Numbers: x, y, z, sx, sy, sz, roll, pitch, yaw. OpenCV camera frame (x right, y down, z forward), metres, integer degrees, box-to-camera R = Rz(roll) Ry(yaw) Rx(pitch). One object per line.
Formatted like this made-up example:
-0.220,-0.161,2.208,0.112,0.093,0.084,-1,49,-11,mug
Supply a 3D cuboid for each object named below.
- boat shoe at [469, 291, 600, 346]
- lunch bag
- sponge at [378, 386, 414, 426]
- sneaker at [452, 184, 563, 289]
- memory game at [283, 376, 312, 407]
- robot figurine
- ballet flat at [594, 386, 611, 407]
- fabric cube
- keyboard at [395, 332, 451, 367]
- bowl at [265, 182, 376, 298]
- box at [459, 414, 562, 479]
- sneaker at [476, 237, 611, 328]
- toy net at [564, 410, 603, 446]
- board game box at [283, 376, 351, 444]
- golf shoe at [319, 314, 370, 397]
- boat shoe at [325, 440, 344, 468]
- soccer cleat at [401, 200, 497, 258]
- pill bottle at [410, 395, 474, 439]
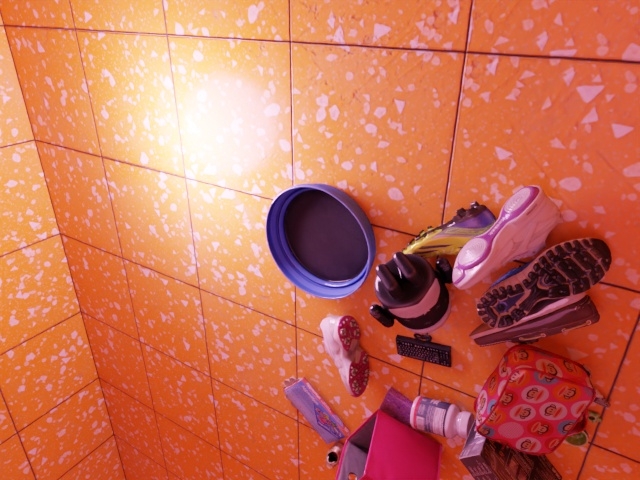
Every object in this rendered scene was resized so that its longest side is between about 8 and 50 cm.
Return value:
0.544,0.220,1.235,0.324,0.117,0.096,-34,88,35,boat shoe
0.569,0.428,1.244,0.259,0.120,0.292,19,121,3,lunch bag
0.261,0.624,1.686,0.117,0.031,0.210,31,127,19,sponge
0.453,0.020,1.144,0.152,0.114,0.305,35,107,-20,sneaker
-0.075,0.632,1.934,0.186,0.012,0.186,15,120,27,memory game
0.254,0.144,1.312,0.209,0.173,0.278,-5,146,33,robot figurine
0.711,0.403,1.261,0.115,0.041,0.041,19,122,25,ballet flat
0.224,0.788,1.612,0.258,0.254,0.259,29,127,-3,fabric cube
0.324,0.342,1.506,0.180,0.023,0.108,6,116,31,keyboard
0.000,0.000,1.523,0.392,0.077,0.390,16,121,28,bowl
0.552,0.654,1.362,0.307,0.242,0.077,52,130,1,box
0.536,0.089,1.170,0.330,0.147,0.129,-32,90,21,sneaker
0.648,0.470,1.331,0.232,0.045,0.122,31,127,19,toy net
-0.017,0.680,1.893,0.281,0.027,0.145,50,132,2,board game box
0.084,0.396,1.656,0.140,0.115,0.305,0,106,46,golf shoe
0.048,0.889,1.947,0.063,0.059,0.169,30,126,19,boat shoe
0.342,0.006,1.280,0.289,0.093,0.121,-33,96,40,soccer cleat
0.390,0.570,1.519,0.180,0.108,0.107,4,115,33,pill bottle
